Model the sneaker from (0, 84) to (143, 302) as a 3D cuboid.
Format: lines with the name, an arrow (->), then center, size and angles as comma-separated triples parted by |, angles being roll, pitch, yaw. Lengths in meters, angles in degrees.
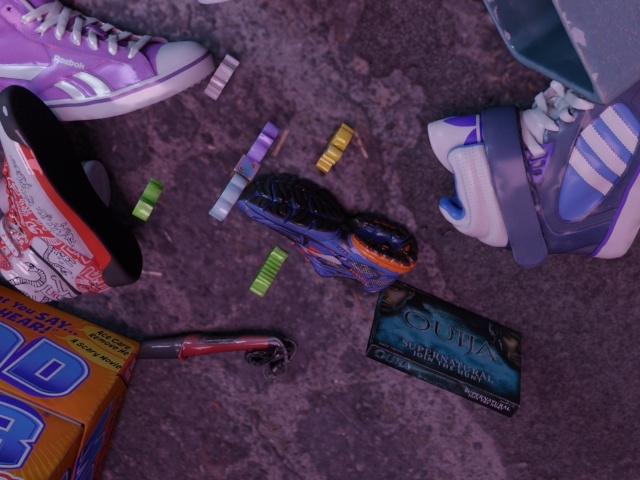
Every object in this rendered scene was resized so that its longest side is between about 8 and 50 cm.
sneaker -> -0.322, -0.036, 1.097 | 0.145, 0.090, 0.270 | -15, 128, 16

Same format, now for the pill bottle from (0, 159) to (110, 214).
pill bottle -> -0.318, -0.059, 1.182 | 0.120, 0.067, 0.067 | -4, 118, 11

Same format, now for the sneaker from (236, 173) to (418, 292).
sneaker -> 0.000, 0.000, 1.161 | 0.221, 0.083, 0.087 | 27, 129, -2

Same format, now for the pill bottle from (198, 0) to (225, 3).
pill bottle -> -0.108, -0.351, 0.957 | 0.121, 0.121, 0.221 | -12, 116, 15

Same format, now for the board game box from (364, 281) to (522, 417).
board game box -> 0.150, 0.124, 1.177 | 0.186, 0.126, 0.026 | 23, 128, -5

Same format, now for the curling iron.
curling iron -> -0.166, 0.149, 1.291 | 0.274, 0.035, 0.068 | -1, 119, 9

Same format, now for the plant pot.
plant pot -> 0.260, -0.307, 0.866 | 0.252, 0.248, 0.247 | -32, 111, 4

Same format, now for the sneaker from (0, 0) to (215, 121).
sneaker -> -0.262, -0.216, 1.070 | 0.282, 0.102, 0.161 | -7, 114, 12

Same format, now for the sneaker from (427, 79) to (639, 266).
sneaker -> 0.235, -0.124, 1.023 | 0.236, 0.130, 0.322 | 9, 125, -1

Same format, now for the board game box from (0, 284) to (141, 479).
board game box -> -0.484, 0.285, 1.216 | 0.356, 0.356, 0.356 | 22, 120, 1

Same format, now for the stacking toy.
stacking toy -> -0.080, -0.074, 1.070 | 0.167, 0.221, 0.052 | 31, 157, -9
